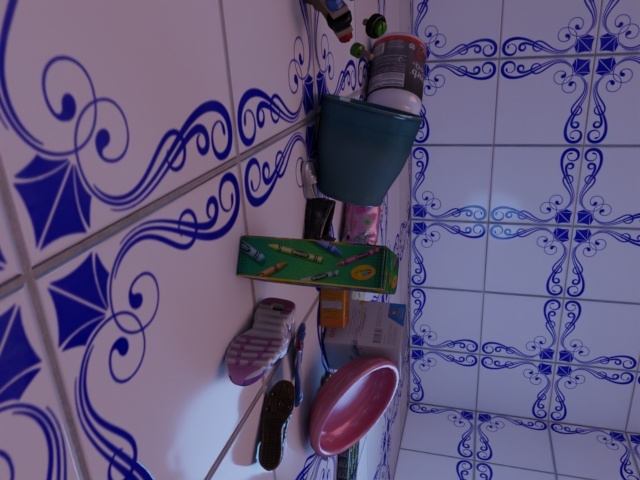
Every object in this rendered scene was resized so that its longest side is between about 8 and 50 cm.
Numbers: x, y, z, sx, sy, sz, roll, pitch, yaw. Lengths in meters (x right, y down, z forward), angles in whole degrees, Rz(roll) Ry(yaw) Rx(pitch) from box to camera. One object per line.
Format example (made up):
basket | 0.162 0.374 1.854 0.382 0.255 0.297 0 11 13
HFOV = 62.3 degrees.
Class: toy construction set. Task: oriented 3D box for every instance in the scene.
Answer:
toy construction set | 0.025 -0.619 1.226 0.309 0.237 0.257 6 117 -57

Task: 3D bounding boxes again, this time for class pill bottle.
pill bottle | 0.281 -0.571 1.992 0.210 0.210 0.363 47 48 -68

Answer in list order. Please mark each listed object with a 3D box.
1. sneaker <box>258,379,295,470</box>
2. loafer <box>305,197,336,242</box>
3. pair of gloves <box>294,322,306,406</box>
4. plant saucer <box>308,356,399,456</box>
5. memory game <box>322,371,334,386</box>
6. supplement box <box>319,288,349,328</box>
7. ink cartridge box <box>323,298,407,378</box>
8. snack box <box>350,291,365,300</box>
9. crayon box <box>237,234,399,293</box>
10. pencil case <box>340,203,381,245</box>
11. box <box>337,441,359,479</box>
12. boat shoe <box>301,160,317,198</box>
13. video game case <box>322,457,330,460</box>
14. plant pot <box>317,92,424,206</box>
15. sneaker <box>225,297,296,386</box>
sneaker | -0.101 0.403 1.161 0.071 0.066 0.188 106 -2 -65
loafer | 0.000 0.000 1.366 0.076 0.078 0.223 16 78 -73
pair of gloves | -0.049 0.296 1.266 0.198 0.023 0.159 -95 -172 -75
plant saucer | 0.086 0.464 1.522 0.332 0.084 0.332 -28 136 -30
memory game | 0.020 0.501 1.651 0.186 0.012 0.186 3 90 -73
supplement box | 0.044 0.133 1.549 0.078 0.080 0.233 -17 107 -75
ink cartridge box | 0.144 0.302 1.647 0.168 0.232 0.171 80 21 -45
snack box | 0.123 0.115 1.842 0.187 0.060 0.322 71 27 -51
crayon box | 0.001 0.049 1.022 0.165 0.278 0.081 29 66 -72
pencil case | 0.137 -0.104 1.750 0.124 0.124 0.284 44 52 -69
box | 0.103 0.822 1.944 0.184 0.045 0.191 10 85 -71
boat shoe | -0.025 -0.152 1.327 0.035 0.035 0.100 -57 147 -59
video game case | 0.044 0.573 1.684 0.173 0.022 0.190 -5 99 -74
plant pot | 0.109 -0.233 1.410 0.271 0.271 0.255 -39 144 -69
sneaker | -0.108 0.211 1.028 0.236 0.095 0.105 -58 155 -61
